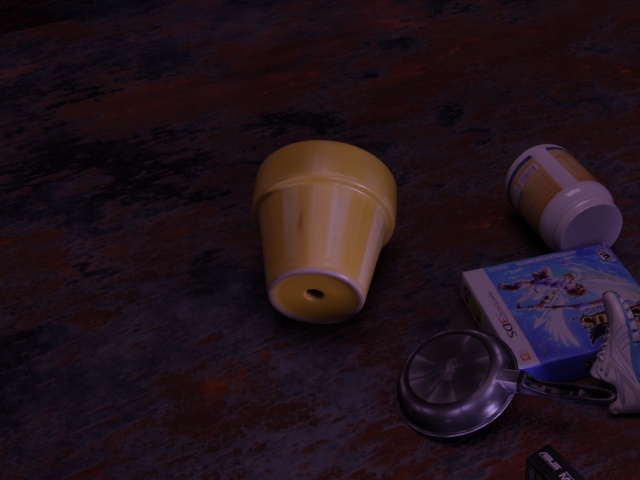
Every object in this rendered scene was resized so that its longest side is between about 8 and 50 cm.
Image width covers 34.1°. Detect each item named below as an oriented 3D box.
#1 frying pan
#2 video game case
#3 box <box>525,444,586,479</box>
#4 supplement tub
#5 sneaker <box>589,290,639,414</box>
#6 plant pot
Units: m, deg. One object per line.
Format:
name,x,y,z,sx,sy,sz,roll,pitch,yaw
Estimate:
frying pan,0.244,0.226,1.543,0.326,0.053,0.197,23,63,45
video game case,0.397,0.118,1.707,0.269,0.061,0.244,-12,39,-9
box,0.320,0.375,1.278,0.045,0.191,0.184,-25,41,-22
supplement tub,0.434,-0.068,1.873,0.144,0.144,0.200,-15,39,-13
sneaker,0.441,0.171,1.568,0.082,0.071,0.191,-13,78,7
plant pot,0.000,0.000,1.775,0.253,0.254,0.239,1,54,8
